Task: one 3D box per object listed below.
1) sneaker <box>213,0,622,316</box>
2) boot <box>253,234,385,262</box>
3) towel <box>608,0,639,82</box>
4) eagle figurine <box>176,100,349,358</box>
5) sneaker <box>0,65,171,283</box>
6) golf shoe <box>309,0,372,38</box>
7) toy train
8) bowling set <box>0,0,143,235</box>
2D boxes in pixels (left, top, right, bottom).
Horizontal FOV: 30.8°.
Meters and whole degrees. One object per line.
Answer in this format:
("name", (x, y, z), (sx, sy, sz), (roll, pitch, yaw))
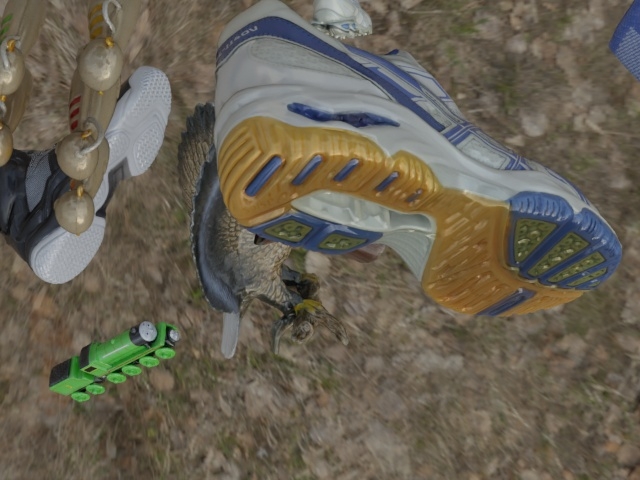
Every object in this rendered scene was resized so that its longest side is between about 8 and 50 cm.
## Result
("sneaker", (0.066, -0.048, 0.668), (0.112, 0.131, 0.296), (-35, 140, 31))
("boot", (0.000, 0.000, 1.171), (0.114, 0.106, 0.037), (20, 71, -23))
("towel", (0.252, -0.056, 0.432), (0.034, 0.209, 0.285), (-24, 63, -34))
("eagle figurine", (-0.097, -0.007, 1.480), (0.298, 0.226, 0.225), (46, 55, -25))
("sneaker", (-0.287, -0.096, 1.310), (0.153, 0.101, 0.269), (26, 83, 22))
("golf shoe", (0.031, -0.305, 1.490), (0.069, 0.176, 0.086), (6, 103, 8))
("toy train", (-0.098, 0.056, 0.545), (0.023, 0.083, 0.017), (28, 48, -35))
("bowling set", (-0.282, -0.132, 1.086), (0.199, 0.154, 0.287), (10, 136, -8))
